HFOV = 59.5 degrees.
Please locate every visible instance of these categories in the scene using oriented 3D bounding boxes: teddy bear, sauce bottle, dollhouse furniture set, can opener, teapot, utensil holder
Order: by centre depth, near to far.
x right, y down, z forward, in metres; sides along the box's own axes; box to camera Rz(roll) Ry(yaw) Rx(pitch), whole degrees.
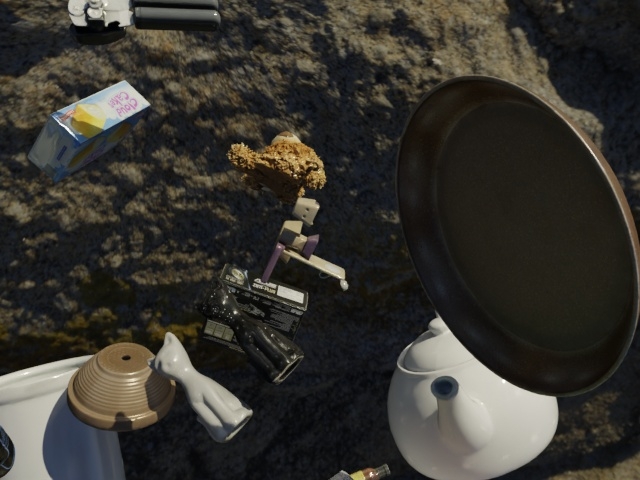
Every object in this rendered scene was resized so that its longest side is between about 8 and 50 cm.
[{"bbox_3d":[0.000,0.000,0.571,0.081,0.114,0.091,24,107,-6],"label":"dollhouse furniture set"},{"bbox_3d":[0.197,0.195,0.796,0.252,0.256,0.187,-24,96,-29],"label":"teapot"},{"bbox_3d":[-0.335,-0.429,1.070,0.280,0.093,0.074,-7,73,-14],"label":"can opener"},{"bbox_3d":[0.097,0.547,1.279,0.128,0.042,0.042,-19,118,-7],"label":"sauce bottle"},{"bbox_3d":[-0.099,-0.179,1.377,0.244,0.338,0.113,18,79,9],"label":"teddy bear"},{"bbox_3d":[-0.688,0.527,1.441,0.327,0.327,0.386,-11,89,-11],"label":"utensil holder"}]

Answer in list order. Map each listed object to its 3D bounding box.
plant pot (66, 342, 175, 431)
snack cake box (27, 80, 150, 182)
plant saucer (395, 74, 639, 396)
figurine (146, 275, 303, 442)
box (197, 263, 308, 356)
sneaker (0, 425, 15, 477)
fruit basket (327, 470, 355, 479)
[{"bbox_3d":[-0.446,0.310,1.273,0.237,0.237,0.110,7,113,-19],"label":"plant pot"},{"bbox_3d":[-0.538,-0.261,1.315,0.089,0.264,0.152,44,127,-9],"label":"snack cake box"},{"bbox_3d":[0.177,-0.006,0.539,0.050,0.310,0.311,-21,118,-20],"label":"plant saucer"},{"bbox_3d":[-0.173,0.201,0.954,0.209,0.092,0.215,42,91,14],"label":"figurine"},{"bbox_3d":[-0.133,0.151,1.122,0.180,0.078,0.148,19,111,-7],"label":"box"},{"bbox_3d":[-0.474,0.283,0.764,0.081,0.090,0.232,-37,145,-30],"label":"sneaker"},{"bbox_3d":[0.083,0.389,0.562,0.166,0.327,0.353,-57,158,0],"label":"fruit basket"}]
